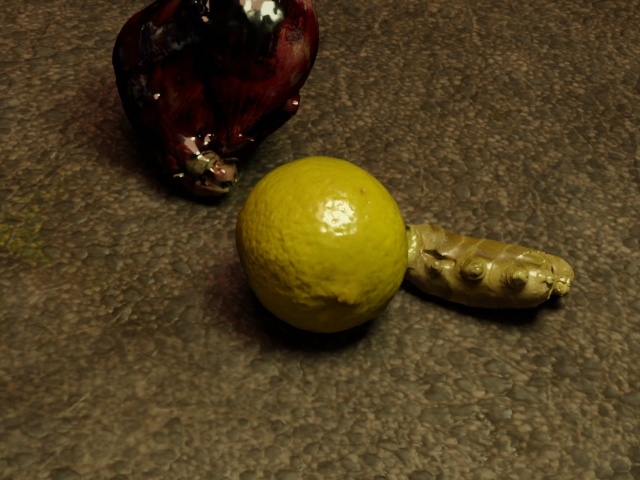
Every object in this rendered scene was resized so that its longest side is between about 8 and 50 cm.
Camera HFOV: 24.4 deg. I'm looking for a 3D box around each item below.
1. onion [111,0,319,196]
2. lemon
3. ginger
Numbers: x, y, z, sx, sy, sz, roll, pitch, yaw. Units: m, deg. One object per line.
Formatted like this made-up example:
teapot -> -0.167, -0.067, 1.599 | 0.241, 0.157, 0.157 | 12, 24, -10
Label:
onion -> -0.114, -0.211, 1.729 | 0.221, 0.281, 0.281 | 24, 25, -37
lemon -> 0.000, 0.000, 1.540 | 0.178, 0.178, 0.203 | -8, 39, -17
ginger -> 0.179, 0.036, 1.595 | 0.205, 0.081, 0.115 | 6, 31, -3
